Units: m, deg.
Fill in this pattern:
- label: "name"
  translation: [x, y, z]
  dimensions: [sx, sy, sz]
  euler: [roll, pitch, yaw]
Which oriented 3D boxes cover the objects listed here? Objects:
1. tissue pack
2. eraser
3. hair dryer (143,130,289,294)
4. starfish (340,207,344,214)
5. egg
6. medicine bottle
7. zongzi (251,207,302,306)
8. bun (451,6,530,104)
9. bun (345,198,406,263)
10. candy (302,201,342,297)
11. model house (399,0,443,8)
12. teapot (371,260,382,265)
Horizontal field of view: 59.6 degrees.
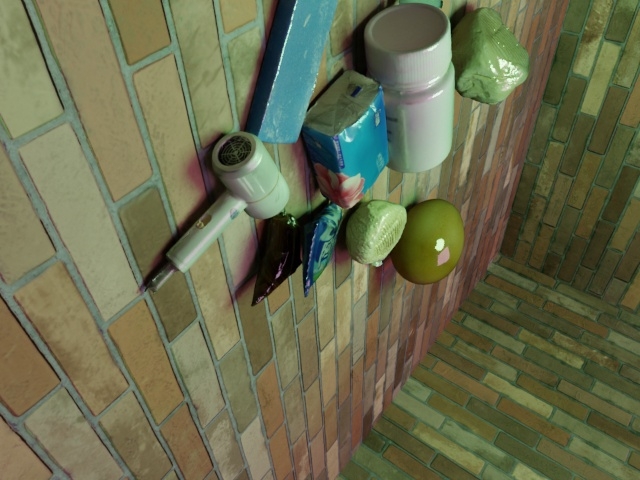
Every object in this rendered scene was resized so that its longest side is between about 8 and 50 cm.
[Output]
- label: "tissue pack"
  translation: [0.073, -0.236, 1.340]
  dimensions: [0.209, 0.137, 0.269]
  euler: [-53, 151, -23]
- label: "eraser"
  translation: [-0.057, -0.345, 1.111]
  dimensions: [0.144, 0.043, 0.311]
  euler: [-12, 124, -58]
- label: "hair dryer"
  translation: [-0.215, -0.032, 1.074]
  dimensions: [0.357, 0.108, 0.173]
  euler: [-50, 149, -11]
- label: "starfish"
  translation: [0.068, -0.101, 1.596]
  dimensions: [0.092, 0.016, 0.086]
  euler: [-36, 145, -47]
- label: "egg"
  translation: [0.384, 0.002, 1.989]
  dimensions: [0.322, 0.250, 0.250]
  euler: [-62, 154, -12]
- label: "medicine bottle"
  translation: [0.223, -0.367, 1.399]
  dimensions: [0.219, 0.219, 0.388]
  euler: [-52, 151, -21]
- label: "zongzi"
  translation: [-0.115, 0.038, 1.308]
  dimensions: [0.184, 0.084, 0.187]
  euler: [-49, 149, -38]
- label: "bun"
  translation: [0.491, -0.545, 1.706]
  dimensions: [0.282, 0.281, 0.205]
  euler: [-34, 176, -44]
- label: "bun"
  translation: [0.155, -0.031, 1.682]
  dimensions: [0.220, 0.134, 0.220]
  euler: [-40, 151, -28]
- label: "candy"
  translation: [0.000, 0.000, 1.389]
  dimensions: [0.331, 0.077, 0.186]
  euler: [-52, 152, -71]
- label: "model house"
  translation: [0.250, -0.633, 1.349]
  dimensions: [0.148, 0.120, 0.148]
  euler: [-64, 144, -55]
- label: "teapot"
  translation: [0.190, 0.054, 1.904]
  dimensions: [0.083, 0.064, 0.064]
  euler: [-38, 153, -47]
